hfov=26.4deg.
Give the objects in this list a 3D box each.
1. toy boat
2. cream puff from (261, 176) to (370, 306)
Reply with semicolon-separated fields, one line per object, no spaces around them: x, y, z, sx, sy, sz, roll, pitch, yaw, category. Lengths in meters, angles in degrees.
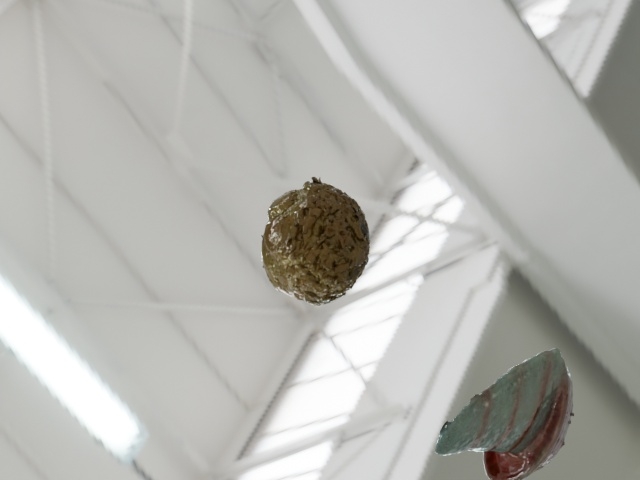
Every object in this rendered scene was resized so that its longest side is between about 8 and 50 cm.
0.238;0.231;1.795;0.096;0.206;0.282;32;-167;35;toy boat
0.000;0.000;1.734;0.150;0.115;0.165;10;-112;-43;cream puff
